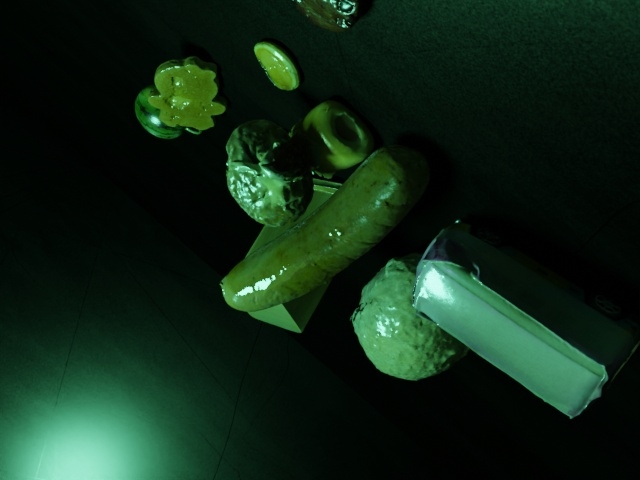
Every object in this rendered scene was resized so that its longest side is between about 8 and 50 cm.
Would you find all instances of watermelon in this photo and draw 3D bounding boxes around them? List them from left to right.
[{"bbox_3d":[-0.382,-0.319,1.679,0.187,0.141,0.141,39,162,5],"label":"watermelon"}]

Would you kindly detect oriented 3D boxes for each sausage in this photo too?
[{"bbox_3d":[0.001,0.003,1.225,0.136,0.500,0.123,53,-153,2],"label":"sausage"}]

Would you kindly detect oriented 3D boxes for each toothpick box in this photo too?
[{"bbox_3d":[-0.051,0.030,1.484,0.187,0.308,0.190,15,152,30],"label":"toothpick box"}]

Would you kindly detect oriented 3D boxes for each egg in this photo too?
[{"bbox_3d":[0.205,0.169,1.435,0.279,0.279,0.310,36,145,15],"label":"egg"}]

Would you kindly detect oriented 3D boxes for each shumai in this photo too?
[{"bbox_3d":[-0.087,-0.127,1.225,0.153,0.161,0.210,-174,70,-70],"label":"shumai"}]

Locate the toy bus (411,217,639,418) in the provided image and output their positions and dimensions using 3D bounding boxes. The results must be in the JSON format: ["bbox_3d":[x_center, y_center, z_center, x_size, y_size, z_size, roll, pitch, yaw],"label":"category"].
[{"bbox_3d":[0.328,0.120,1.119,0.386,0.162,0.171,34,125,24],"label":"toy bus"}]

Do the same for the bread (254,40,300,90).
[{"bbox_3d":[-0.081,-0.326,1.230,0.110,0.024,0.110,36,162,14],"label":"bread"}]

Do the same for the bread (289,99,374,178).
[{"bbox_3d":[0.017,-0.188,1.253,0.134,0.085,0.173,45,162,-10],"label":"bread"}]

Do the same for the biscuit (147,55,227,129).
[{"bbox_3d":[-0.306,-0.339,1.517,0.184,0.035,0.249,4,155,-7],"label":"biscuit"}]

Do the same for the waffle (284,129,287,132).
[{"bbox_3d":[-0.093,-0.189,1.535,0.149,0.051,0.194,18,151,52],"label":"waffle"}]

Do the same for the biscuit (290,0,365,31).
[{"bbox_3d":[-0.016,-0.379,0.935,0.192,0.049,0.192,41,164,14],"label":"biscuit"}]
